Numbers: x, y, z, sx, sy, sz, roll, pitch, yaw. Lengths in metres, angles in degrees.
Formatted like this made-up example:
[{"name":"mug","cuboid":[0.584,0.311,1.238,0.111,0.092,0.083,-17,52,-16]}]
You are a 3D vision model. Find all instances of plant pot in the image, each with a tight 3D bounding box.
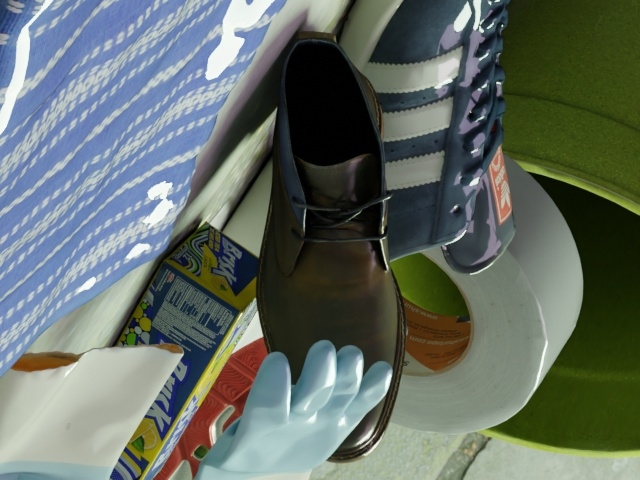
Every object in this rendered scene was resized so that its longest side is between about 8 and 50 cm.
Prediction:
[{"name":"plant pot","cuboid":[0.208,-0.074,1.484,0.366,0.366,0.353,117,-3,-56]}]

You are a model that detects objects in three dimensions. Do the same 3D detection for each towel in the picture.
[{"name":"towel","cuboid":[-0.055,-0.059,0.604,0.243,0.040,0.336,-48,171,-52]}]

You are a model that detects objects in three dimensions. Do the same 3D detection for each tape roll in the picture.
[{"name":"tape roll","cuboid":[0.066,0.027,1.275,0.072,0.219,0.219,-49,172,-45]}]

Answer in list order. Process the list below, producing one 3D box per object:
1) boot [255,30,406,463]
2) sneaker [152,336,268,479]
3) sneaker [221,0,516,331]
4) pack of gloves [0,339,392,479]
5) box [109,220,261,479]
[{"name":"boot","cuboid":[0.000,0.000,0.952,0.106,0.082,0.219,68,17,-73]},{"name":"sneaker","cuboid":[-0.075,0.140,1.596,0.221,0.087,0.128,-44,-172,20]},{"name":"sneaker","cuboid":[0.074,-0.075,1.096,0.350,0.148,0.131,-59,174,33]},{"name":"pack of gloves","cuboid":[-0.075,0.125,0.894,0.195,0.046,0.232,-2,147,-23]},{"name":"box","cuboid":[-0.090,0.074,1.052,0.169,0.054,0.059,-58,174,31]}]
